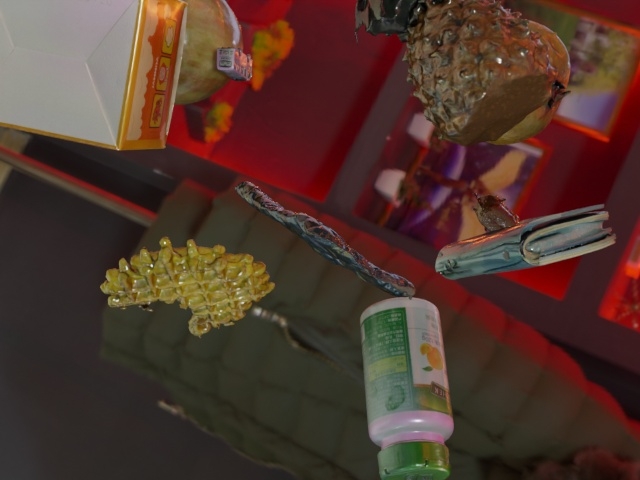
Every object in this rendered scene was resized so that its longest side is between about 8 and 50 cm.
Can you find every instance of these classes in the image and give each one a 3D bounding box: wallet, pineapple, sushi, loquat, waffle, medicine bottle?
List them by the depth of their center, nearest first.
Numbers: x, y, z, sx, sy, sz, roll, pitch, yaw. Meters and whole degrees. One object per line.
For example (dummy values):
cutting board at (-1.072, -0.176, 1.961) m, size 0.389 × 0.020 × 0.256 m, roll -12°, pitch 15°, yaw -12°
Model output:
pineapple at (0.114, -0.275, 1.012) m, size 0.165 × 0.364 × 0.165 m, roll -27°, pitch 156°, yaw -13°
wallet at (0.302, 0.009, 1.309) m, size 0.176 × 0.250 × 0.075 m, roll -15°, pitch 88°, yaw -21°
medicine bottle at (0.134, 0.236, 1.357) m, size 0.133 × 0.133 × 0.274 m, roll 67°, pitch 18°, yaw -59°
loquat at (0.313, -0.260, 1.442) m, size 0.213 × 0.213 × 0.213 m, roll -46°, pitch 149°, yaw -39°
sushi at (0.315, -0.048, 1.572) m, size 0.118 × 0.061 × 0.060 m, roll 48°, pitch 24°, yaw -34°
waffle at (-0.228, 0.089, 1.581) m, size 0.293 × 0.259 × 0.069 m, roll 23°, pitch 47°, yaw -42°

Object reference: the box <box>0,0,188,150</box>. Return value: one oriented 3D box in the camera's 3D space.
box at (-0.396, -0.299, 1.434) m, size 0.214 × 0.283 × 0.260 m, roll -33°, pitch 135°, yaw -75°

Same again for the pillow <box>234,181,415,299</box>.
pillow at (-0.002, -0.001, 1.163) m, size 0.189 × 0.255 × 0.034 m, roll 33°, pitch 89°, yaw -33°

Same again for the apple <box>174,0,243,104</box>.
apple at (-0.281, -0.391, 1.699) m, size 0.234 × 0.256 × 0.257 m, roll -7°, pitch 117°, yaw -57°

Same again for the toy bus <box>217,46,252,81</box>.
toy bus at (-0.156, -0.323, 1.600) m, size 0.130 × 0.037 × 0.052 m, roll -5°, pitch 97°, yaw -81°
